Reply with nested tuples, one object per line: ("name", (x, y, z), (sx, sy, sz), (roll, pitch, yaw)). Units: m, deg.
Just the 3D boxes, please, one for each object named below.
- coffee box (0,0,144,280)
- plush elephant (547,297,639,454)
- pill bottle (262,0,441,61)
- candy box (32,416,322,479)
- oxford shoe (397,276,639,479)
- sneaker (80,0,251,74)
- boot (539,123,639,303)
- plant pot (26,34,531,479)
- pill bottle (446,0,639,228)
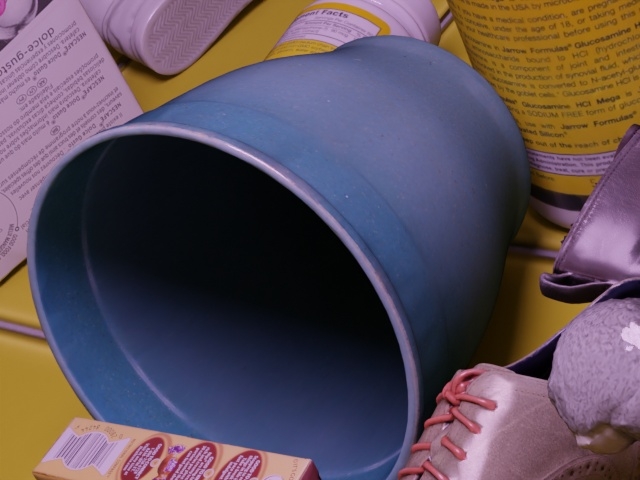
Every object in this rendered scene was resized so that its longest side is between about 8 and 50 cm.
("coffee box", (-0.412, -0.137, 1.361), (0.338, 0.334, 0.338), (-43, 39, -19))
("plush elephant", (0.252, 0.179, 0.623), (0.330, 0.255, 0.272), (3, 13, -30))
("pill bottle", (0.010, -0.115, 1.254), (0.119, 0.119, 0.208), (3, 44, 35))
("candy box", (-0.070, 0.169, 0.951), (0.187, 0.109, 0.053), (3, 44, 35))
("oxford shoe", (0.068, 0.133, 0.826), (0.348, 0.130, 0.123), (-31, 22, -35))
("sneaker", (-0.116, -0.290, 1.569), (0.292, 0.108, 0.169), (-43, 42, -21))
("boot", (0.283, -0.026, 0.948), (0.229, 0.091, 0.263), (29, 63, 32))
("plant pot", (0.000, 0.000, 1.015), (0.272, 0.271, 0.255), (2, 28, 34))
("pill bottle", (0.174, -0.182, 1.049), (0.188, 0.334, 0.188), (-17, 37, 13))
